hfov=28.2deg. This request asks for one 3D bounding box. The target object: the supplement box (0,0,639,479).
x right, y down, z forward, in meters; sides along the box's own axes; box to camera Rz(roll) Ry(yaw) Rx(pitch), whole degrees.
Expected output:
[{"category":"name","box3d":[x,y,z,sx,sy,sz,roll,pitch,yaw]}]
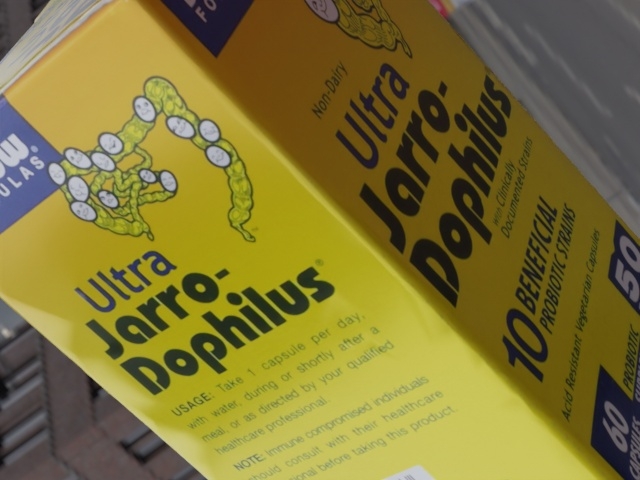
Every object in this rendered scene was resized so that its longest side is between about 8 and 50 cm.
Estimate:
[{"category":"supplement box","box3d":[0.000,0.000,0.668,0.356,0.195,0.194,45,-142,-19]}]
